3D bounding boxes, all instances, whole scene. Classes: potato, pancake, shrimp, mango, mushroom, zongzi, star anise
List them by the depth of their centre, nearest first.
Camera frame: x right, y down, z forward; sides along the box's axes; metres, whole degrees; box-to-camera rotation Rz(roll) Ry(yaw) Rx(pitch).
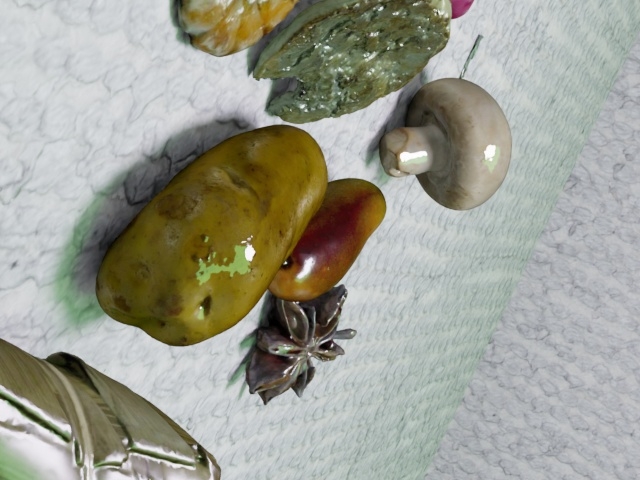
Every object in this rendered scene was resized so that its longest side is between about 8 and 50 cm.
[{"bbox_3d":[-0.385,0.275,1.075,0.500,0.218,0.467,-52,137,2],"label":"zongzi"},{"bbox_3d":[-0.028,-0.343,1.270,0.365,0.071,0.233,-59,157,4],"label":"shrimp"},{"bbox_3d":[-0.093,-0.014,1.412,0.369,0.176,0.196,-45,128,-53],"label":"potato"},{"bbox_3d":[0.040,-0.217,1.501,0.253,0.037,0.253,-23,157,-10],"label":"pancake"},{"bbox_3d":[0.000,0.000,1.753,0.267,0.111,0.133,-41,136,-47],"label":"mango"},{"bbox_3d":[-0.032,0.146,1.915,0.209,0.089,0.231,-50,156,-2],"label":"star anise"},{"bbox_3d":[0.180,-0.141,1.977,0.204,0.204,0.204,-53,160,-29],"label":"mushroom"}]

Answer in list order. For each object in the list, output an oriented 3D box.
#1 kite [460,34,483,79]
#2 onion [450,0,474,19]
[{"bbox_3d":[0.220,-0.230,2.217,0.229,0.012,0.250,-18,131,-67],"label":"kite"},{"bbox_3d":[0.100,-0.295,1.561,0.140,0.150,0.150,-53,161,-13],"label":"onion"}]
